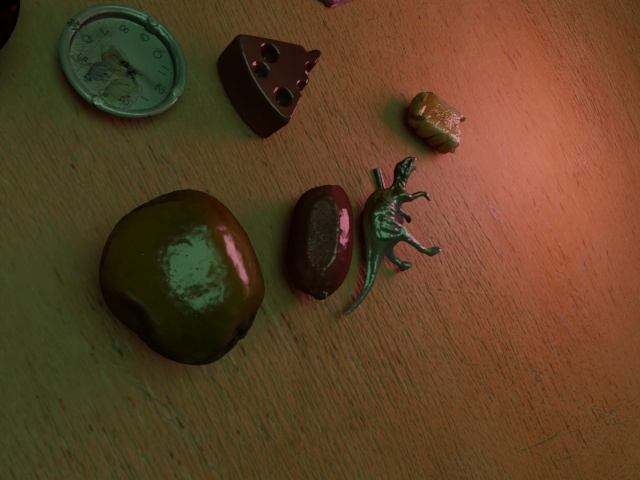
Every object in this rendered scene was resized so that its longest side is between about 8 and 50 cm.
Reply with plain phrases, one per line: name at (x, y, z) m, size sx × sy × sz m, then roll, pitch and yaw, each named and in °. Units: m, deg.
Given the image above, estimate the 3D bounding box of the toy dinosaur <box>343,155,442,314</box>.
toy dinosaur at (0.154, 0.007, 1.344) m, size 0.205 × 0.092 × 0.393 m, roll 41°, pitch 79°, yaw -13°

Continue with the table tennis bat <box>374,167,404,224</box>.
table tennis bat at (0.155, -0.098, 1.413) m, size 0.087 × 0.013 × 0.156 m, roll -13°, pitch 87°, yaw -28°

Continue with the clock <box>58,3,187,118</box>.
clock at (-0.378, -0.338, 1.135) m, size 0.236 × 0.053 × 0.236 m, roll 9°, pitch 72°, yaw -29°

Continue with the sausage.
sausage at (0.000, 0.000, 1.228) m, size 0.148 × 0.148 × 0.254 m, roll 11°, pitch 72°, yaw -28°

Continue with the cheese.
cheese at (-0.103, -0.314, 1.253) m, size 0.203 × 0.128 × 0.177 m, roll 0°, pitch 81°, yaw -34°

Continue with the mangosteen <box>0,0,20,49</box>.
mangosteen at (-0.618, -0.407, 0.913) m, size 0.306 × 0.359 × 0.306 m, roll -3°, pitch 107°, yaw -9°

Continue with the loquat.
loquat at (-0.224, 0.060, 1.004) m, size 0.284 × 0.276 × 0.276 m, roll 46°, pitch 60°, yaw 5°

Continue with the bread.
bread at (0.294, -0.298, 1.495) m, size 0.177 × 0.084 × 0.119 m, roll 35°, pitch 62°, yaw -18°

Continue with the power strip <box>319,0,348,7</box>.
power strip at (0.091, -0.673, 1.491) m, size 0.279 × 0.037 × 0.109 m, roll -32°, pitch 96°, yaw -31°
